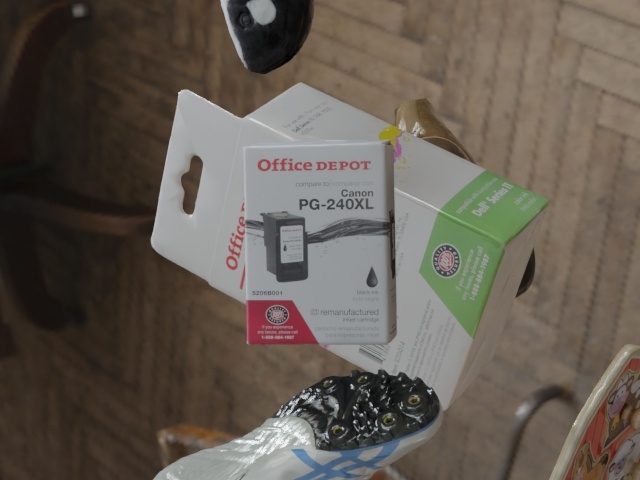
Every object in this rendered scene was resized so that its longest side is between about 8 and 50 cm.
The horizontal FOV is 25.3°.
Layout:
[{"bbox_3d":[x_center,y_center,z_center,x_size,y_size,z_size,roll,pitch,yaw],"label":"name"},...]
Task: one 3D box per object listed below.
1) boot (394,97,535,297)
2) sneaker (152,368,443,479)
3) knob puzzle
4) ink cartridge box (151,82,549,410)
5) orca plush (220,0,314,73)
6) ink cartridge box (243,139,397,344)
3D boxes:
[{"bbox_3d":[0.161,-0.041,1.602,0.112,0.305,0.115,-22,46,13],"label":"boot"},{"bbox_3d":[-0.014,0.164,1.014,0.237,0.085,0.086,-26,119,19],"label":"sneaker"},{"bbox_3d":[0.253,0.174,1.212,0.030,0.213,0.213,27,120,32],"label":"knob puzzle"},{"bbox_3d":[0.019,-0.013,1.392,0.353,0.119,0.207,28,125,18],"label":"ink cartridge box"},{"bbox_3d":[-0.026,-0.285,1.172,0.102,0.151,0.287,-10,64,24],"label":"orca plush"},{"bbox_3d":[0.000,0.000,1.066,0.109,0.063,0.151,-1,93,9],"label":"ink cartridge box"}]
